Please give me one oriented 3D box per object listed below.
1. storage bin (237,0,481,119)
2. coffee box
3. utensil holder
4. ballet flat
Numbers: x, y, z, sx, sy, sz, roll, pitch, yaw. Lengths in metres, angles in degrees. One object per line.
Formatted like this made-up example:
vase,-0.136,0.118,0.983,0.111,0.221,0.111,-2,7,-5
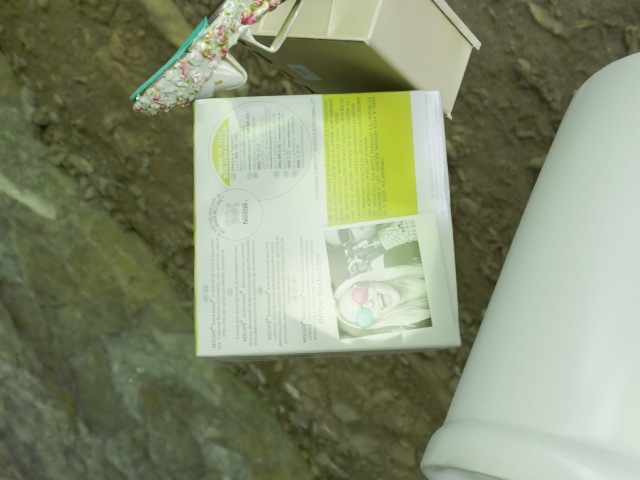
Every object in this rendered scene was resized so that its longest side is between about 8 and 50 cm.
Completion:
storage bin,0.040,-0.281,1.076,0.260,0.123,0.262,14,175,35
coffee box,0.000,0.000,1.132,0.337,0.334,0.338,91,177,-80
utensil holder,0.303,0.076,0.663,0.327,0.385,0.327,21,161,8
ballet flat,-0.083,-0.198,0.760,0.077,0.241,0.091,42,-174,-15
